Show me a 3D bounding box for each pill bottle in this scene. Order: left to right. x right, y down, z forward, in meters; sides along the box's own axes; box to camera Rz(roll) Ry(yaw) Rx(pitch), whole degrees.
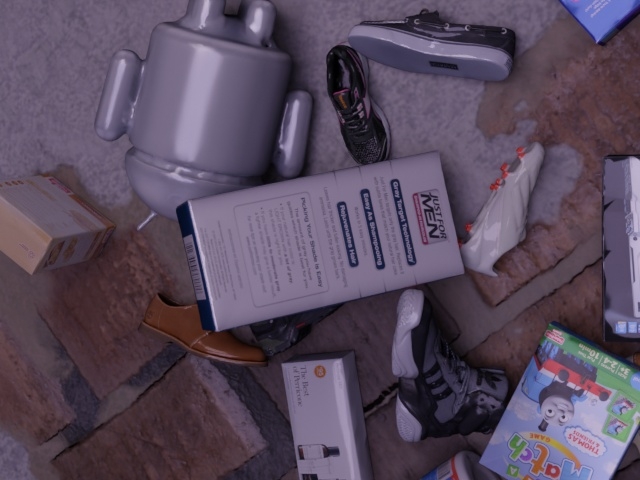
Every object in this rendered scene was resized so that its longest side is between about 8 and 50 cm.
[{"bbox_3d":[0.151,0.401,1.615,0.221,0.124,0.124,-40,83,20],"label":"pill bottle"}]

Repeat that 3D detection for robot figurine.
[{"bbox_3d":[-0.156,-0.172,1.607,0.300,0.200,0.353,13,102,-12],"label":"robot figurine"}]

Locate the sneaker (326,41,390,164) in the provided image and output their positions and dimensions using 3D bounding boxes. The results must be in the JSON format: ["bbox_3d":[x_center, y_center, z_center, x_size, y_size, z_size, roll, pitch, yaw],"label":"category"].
[{"bbox_3d":[0.040,-0.187,1.602,0.072,0.077,0.178,-19,91,21],"label":"sneaker"}]

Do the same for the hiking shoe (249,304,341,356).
[{"bbox_3d":[-0.026,0.066,1.653,0.227,0.086,0.114,-41,85,19],"label":"hiking shoe"}]

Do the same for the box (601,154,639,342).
[{"bbox_3d":[0.516,0.009,1.461,0.307,0.076,0.242,1,96,19],"label":"box"}]

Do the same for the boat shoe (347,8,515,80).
[{"bbox_3d":[0.153,-0.274,1.557,0.228,0.080,0.076,12,72,20],"label":"boat shoe"}]

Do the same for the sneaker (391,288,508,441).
[{"bbox_3d":[0.177,0.170,1.559,0.153,0.101,0.268,1,131,8],"label":"sneaker"}]

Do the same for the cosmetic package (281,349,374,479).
[{"bbox_3d":[0.014,0.285,1.681,0.099,0.060,0.239,-8,94,19],"label":"cosmetic package"}]

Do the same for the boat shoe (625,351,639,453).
[{"bbox_3d":[0.478,0.281,1.491,0.103,0.113,0.302,-32,85,26],"label":"boat shoe"}]

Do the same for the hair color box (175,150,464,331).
[{"bbox_3d":[0.000,0.000,1.527,0.347,0.105,0.174,-12,90,-16],"label":"hair color box"}]

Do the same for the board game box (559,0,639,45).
[{"bbox_3d":[0.405,-0.447,1.441,0.347,0.078,0.233,-42,82,19],"label":"board game box"}]

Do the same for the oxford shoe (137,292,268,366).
[{"bbox_3d":[-0.170,0.135,1.722,0.212,0.076,0.076,20,93,15],"label":"oxford shoe"}]

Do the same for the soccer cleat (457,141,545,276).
[{"bbox_3d":[0.256,-0.042,1.557,0.076,0.068,0.196,30,107,-2],"label":"soccer cleat"}]

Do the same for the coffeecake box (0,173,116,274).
[{"bbox_3d":[-0.416,-0.028,1.723,0.142,0.185,0.068,36,107,12],"label":"coffeecake box"}]

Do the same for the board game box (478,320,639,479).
[{"bbox_3d":[0.322,0.235,1.492,0.160,0.039,0.211,28,103,20],"label":"board game box"}]
